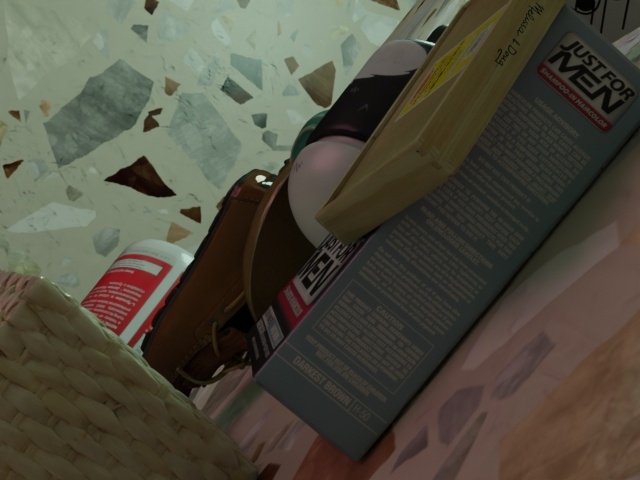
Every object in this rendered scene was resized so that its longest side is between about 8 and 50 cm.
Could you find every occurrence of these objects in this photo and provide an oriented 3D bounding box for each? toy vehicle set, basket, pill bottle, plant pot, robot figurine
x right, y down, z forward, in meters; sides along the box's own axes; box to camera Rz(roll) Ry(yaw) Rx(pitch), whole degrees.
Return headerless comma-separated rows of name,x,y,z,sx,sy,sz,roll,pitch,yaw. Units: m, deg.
toy vehicle set,0.107,-0.125,0.920,0.267,0.035,0.166,-55,10,-28
basket,-0.301,0.233,1.150,0.266,0.331,0.328,-6,43,56
pill bottle,-0.352,0.207,2.076,0.229,0.229,0.408,-41,12,50
plant pot,-0.016,-0.002,1.335,0.236,0.032,0.236,-36,-44,-44
robot figurine,0.087,-0.094,1.239,0.278,0.173,0.209,-54,-33,-26

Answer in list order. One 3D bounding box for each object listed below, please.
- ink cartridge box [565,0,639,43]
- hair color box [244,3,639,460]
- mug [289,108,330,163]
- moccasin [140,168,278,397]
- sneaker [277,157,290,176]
ink cartridge box,0.263,-0.238,1.035,0.207,0.097,0.046,-31,18,39
hair color box,0.098,-0.013,0.993,0.374,0.113,0.185,-50,8,0
mug,0.025,-0.109,1.454,0.129,0.097,0.158,24,104,56
moccasin,-0.114,0.095,1.473,0.380,0.147,0.139,-58,-5,17
sneaker,-0.017,-0.059,1.638,0.106,0.078,0.234,-6,30,5
